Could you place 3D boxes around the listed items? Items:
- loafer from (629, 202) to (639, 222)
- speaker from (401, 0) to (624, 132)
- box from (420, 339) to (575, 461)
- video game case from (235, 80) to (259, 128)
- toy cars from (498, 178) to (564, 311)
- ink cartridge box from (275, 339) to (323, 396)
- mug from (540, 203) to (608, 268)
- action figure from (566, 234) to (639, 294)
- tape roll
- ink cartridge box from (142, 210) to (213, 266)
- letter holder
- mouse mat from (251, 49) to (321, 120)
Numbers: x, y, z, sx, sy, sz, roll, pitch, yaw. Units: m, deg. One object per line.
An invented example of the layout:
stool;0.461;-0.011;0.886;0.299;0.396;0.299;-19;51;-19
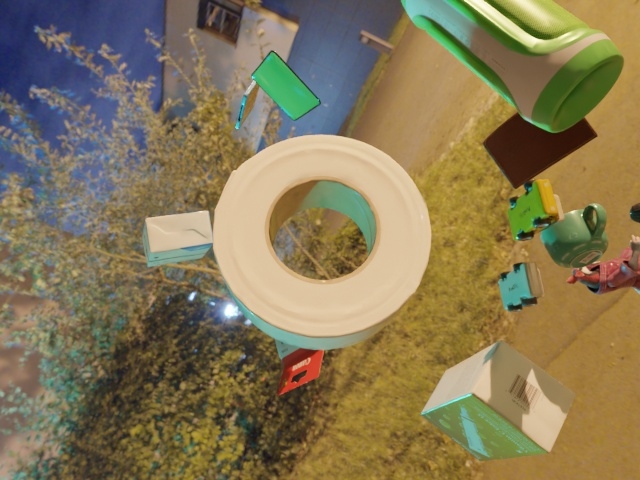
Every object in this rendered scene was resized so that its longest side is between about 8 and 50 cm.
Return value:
loafer;0.897;-0.093;1.260;0.223;0.076;0.078;-11;43;26
speaker;0.233;-0.274;0.658;0.296;0.131;0.131;54;135;27
box;0.444;0.429;1.317;0.168;0.215;0.345;-49;-10;-27
video game case;-0.230;-0.450;1.630;0.119;0.015;0.166;-66;6;-30
toy cars;0.490;0.023;1.156;0.176;0.087;0.393;-96;0;-58
ink cartridge box;-0.051;0.229;1.179;0.181;0.056;0.224;-39;26;44
mug;0.593;-0.001;1.168;0.157;0.130;0.097;54;-162;-53
action figure;0.962;0.110;1.622;0.248;0.371;0.275;-155;53;-83
tape roll;0.000;0.000;0.688;0.100;0.286;0.286;95;-166;-70
ink cartridge box;-0.258;0.003;0.902;0.180;0.104;0.060;150;109;-67
letter holder;0.740;-0.354;1.745;0.302;0.214;0.152;-36;-2;21
mouse mat;-0.082;-0.346;1.152;0.007;0.152;0.190;-50;17;-13
